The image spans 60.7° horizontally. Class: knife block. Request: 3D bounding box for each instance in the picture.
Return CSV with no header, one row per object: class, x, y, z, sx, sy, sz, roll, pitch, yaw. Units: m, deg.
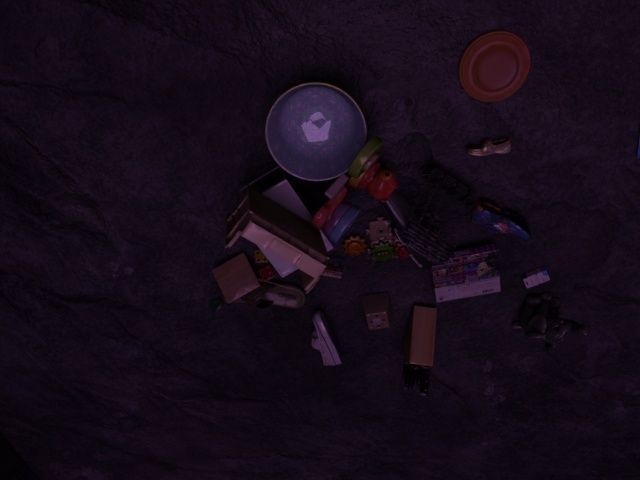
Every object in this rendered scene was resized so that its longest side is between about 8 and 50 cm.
knife block,0.363,0.409,1.982,0.088,0.242,0.276,8,122,-3

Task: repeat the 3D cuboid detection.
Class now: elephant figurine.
elephant figurine,0.792,0.305,1.901,0.169,0.239,0.186,-1,122,3

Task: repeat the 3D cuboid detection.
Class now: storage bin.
storage bin,-0.124,-0.005,1.528,0.262,0.260,0.123,32,106,-21

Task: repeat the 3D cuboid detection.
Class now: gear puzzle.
gear puzzle,0.240,0.001,1.849,0.338,0.044,0.176,-5,122,5

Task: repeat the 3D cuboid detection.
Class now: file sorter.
file sorter,-0.119,-0.068,1.738,0.192,0.173,0.278,-30,117,10

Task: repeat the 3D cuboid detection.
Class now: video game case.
video game case,0.502,0.117,1.895,0.231,0.042,0.210,-12,131,10

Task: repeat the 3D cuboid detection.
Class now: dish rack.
dish rack,0.362,-0.076,1.692,0.208,0.074,0.272,29,80,-14

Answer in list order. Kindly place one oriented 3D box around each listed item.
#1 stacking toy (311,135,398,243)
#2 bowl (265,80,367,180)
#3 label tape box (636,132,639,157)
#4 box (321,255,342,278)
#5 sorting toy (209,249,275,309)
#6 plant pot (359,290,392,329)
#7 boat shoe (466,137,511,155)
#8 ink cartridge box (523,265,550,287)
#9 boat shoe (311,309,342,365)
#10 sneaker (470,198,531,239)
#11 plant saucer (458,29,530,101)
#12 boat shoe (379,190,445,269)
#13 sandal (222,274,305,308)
stacking toy,0.120,-0.134,1.570,0.130,0.279,0.309,38,73,6
bowl,-0.009,-0.335,1.585,0.289,0.156,0.290,1,122,2
label tape box,1.118,-0.353,1.555,0.347,0.115,0.249,-9,121,6
box,0.008,0.084,1.881,0.136,0.094,0.027,10,121,-3
sorting toy,-0.282,0.128,1.914,0.274,0.046,0.132,-30,80,7
plant pot,0.206,0.262,1.983,0.109,0.096,0.109,-9,121,7
boat shoe,0.512,-0.287,1.660,0.135,0.050,0.045,-7,118,-5
ink cartridge box,0.755,0.130,1.917,0.083,0.028,0.048,-24,118,16
boat shoe,0.007,0.376,2.069,0.088,0.096,0.268,-16,128,7
sneaker,0.591,-0.058,1.789,0.221,0.083,0.087,26,133,-7
plant saucer,0.492,-0.486,1.541,0.199,0.037,0.200,1,122,2
boat shoe,0.270,-0.038,1.750,0.091,0.114,0.303,-41,81,38
sandal,-0.203,0.197,1.964,0.302,0.086,0.120,6,122,-1
